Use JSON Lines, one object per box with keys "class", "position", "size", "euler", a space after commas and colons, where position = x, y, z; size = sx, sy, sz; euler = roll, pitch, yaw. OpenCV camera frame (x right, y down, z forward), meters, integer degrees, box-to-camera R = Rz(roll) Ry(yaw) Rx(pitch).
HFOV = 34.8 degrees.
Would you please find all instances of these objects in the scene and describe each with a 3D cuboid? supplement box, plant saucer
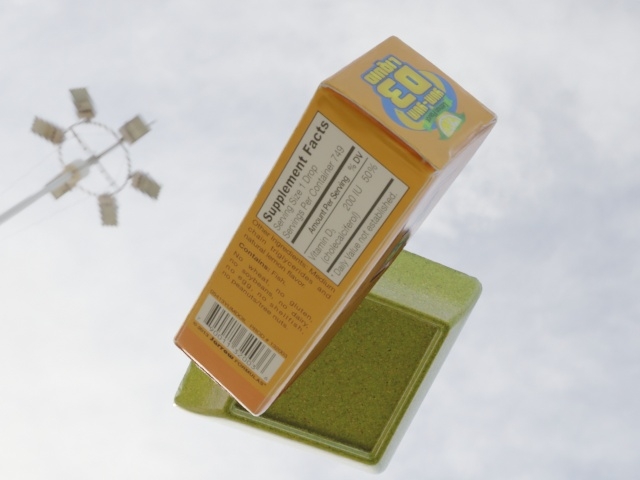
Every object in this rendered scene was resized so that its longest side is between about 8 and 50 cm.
{"class": "supplement box", "position": [0.000, 0.000, 0.575], "size": [0.080, 0.078, 0.233], "euler": [42, -47, 6]}
{"class": "plant saucer", "position": [0.009, 0.088, 0.774], "size": [0.189, 0.045, 0.188], "euler": [21, -74, -16]}
